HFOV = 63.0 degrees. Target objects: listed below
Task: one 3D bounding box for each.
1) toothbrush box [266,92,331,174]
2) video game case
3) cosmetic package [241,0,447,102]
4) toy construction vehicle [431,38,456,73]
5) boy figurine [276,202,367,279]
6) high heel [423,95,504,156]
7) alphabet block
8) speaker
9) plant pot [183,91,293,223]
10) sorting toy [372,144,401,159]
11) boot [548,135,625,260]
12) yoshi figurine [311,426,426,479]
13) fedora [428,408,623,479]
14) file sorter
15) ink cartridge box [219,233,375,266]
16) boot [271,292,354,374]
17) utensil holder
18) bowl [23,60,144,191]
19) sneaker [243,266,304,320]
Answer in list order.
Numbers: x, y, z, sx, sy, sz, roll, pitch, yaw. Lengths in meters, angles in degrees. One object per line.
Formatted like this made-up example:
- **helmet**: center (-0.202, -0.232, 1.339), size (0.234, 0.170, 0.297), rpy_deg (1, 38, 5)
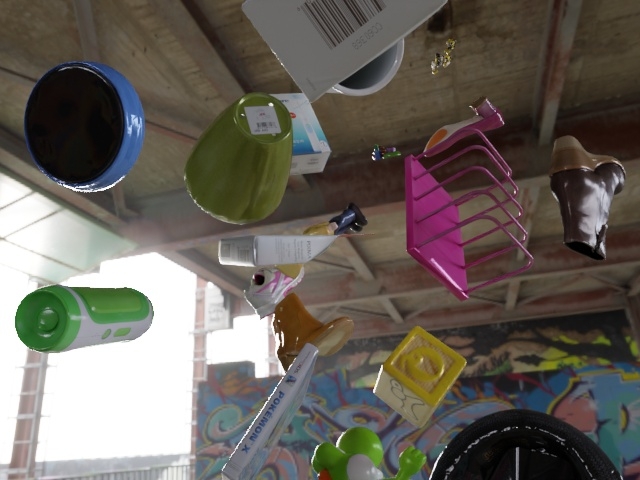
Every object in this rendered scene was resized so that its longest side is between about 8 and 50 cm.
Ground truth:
- **toothbrush box**: center (-0.119, -0.391, 1.913), size (0.217, 0.295, 0.126), rpy_deg (-8, -30, -24)
- **video game case**: center (-0.108, 0.408, 1.128), size (0.036, 0.300, 0.329), rpy_deg (28, -34, 12)
- **cosmetic package**: center (0.056, -0.363, 0.784), size (0.217, 0.385, 0.156), rpy_deg (-32, -72, 21)
- **toy construction vehicle**: center (0.401, -0.604, 1.715), size (0.035, 0.086, 0.098), rpy_deg (37, -16, 18)
- **boy figurine**: center (0.000, 0.000, 1.459), size (0.285, 0.092, 0.177), rpy_deg (-37, -7, -26)
- **high heel**: center (0.428, -0.311, 1.562), size (0.244, 0.082, 0.117), rpy_deg (-43, -61, 12)
- **alphabet block**: center (0.298, 0.417, 1.592), size (0.192, 0.193, 0.197), rpy_deg (34, -32, 20)
- **speaker**: center (-0.449, 0.150, 1.031), size (0.131, 0.131, 0.296), rpy_deg (-8, -7, 10)
- **plant pot**: center (-0.176, -0.222, 1.291), size (0.275, 0.274, 0.293), rpy_deg (5, -23, -21)
- **sorting toy**: center (0.176, -0.249, 1.452), size (0.061, 0.042, 0.102), rpy_deg (-15, 9, -30)
- **boot**: center (0.496, -0.060, 0.960), size (0.249, 0.206, 0.090), rpy_deg (17, -22, -38)
- **yoshi figurine**: center (0.163, 0.548, 1.195), size (0.362, 0.203, 0.203), rpy_deg (27, -4, 16)
- **fedora**: center (0.328, 0.446, 0.825), size (0.334, 0.333, 0.153), rpy_deg (-18, -37, 33)
- **file sorter**: center (0.312, -0.065, 1.107), size (0.182, 0.290, 0.202), rpy_deg (-28, -53, 33)
- **ink cartridge box**: center (-0.046, 0.017, 0.955), size (0.233, 0.066, 0.189), rpy_deg (4, -3, -28)
- **boot**: center (-0.040, 0.216, 1.365), size (0.104, 0.211, 0.295), rpy_deg (10, -47, -36)
- **utensil holder**: center (0.065, -0.689, 1.877), size (0.328, 0.327, 0.385), rpy_deg (5, 13, -21)
- **bowl**: center (-0.717, -0.344, 1.565), size (0.392, 0.390, 0.077), rpy_deg (-10, 1, 16)
- **sneaker**: center (-0.137, 0.116, 1.547), size (0.103, 0.252, 0.111), rpy_deg (-34, -78, 36)
